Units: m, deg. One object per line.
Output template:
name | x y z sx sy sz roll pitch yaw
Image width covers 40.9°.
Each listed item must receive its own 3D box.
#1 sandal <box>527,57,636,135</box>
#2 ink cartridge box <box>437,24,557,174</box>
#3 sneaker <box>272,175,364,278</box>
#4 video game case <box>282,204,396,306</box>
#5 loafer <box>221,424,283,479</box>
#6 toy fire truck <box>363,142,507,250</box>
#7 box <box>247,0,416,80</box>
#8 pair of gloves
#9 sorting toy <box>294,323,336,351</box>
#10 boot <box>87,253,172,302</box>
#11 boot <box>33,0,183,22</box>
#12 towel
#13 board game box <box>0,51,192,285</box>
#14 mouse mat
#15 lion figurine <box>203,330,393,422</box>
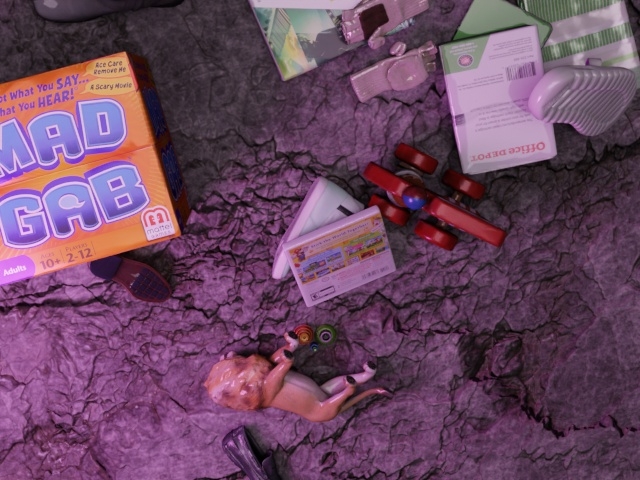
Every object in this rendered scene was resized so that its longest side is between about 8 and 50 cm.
sandal | 0.556 -0.324 1.828 0.102 0.416 0.169 50 118 27
ink cartridge box | 0.386 -0.310 1.888 0.211 0.121 0.289 -10 103 7
sneaker | 0.000 0.000 1.940 0.151 0.094 0.255 29 97 -12
video game case | 0.046 0.038 1.927 0.227 0.026 0.206 -22 135 -3
loafer | -0.139 0.533 2.028 0.078 0.076 0.223 -39 97 10
toy fire truck | 0.243 -0.087 1.864 0.302 0.254 0.169 27 96 -9
box | 0.017 -0.516 1.869 0.322 0.058 0.232 -24 101 0
pair of gloves | 0.154 -0.425 1.861 0.204 0.042 0.240 -19 128 -5
sorting toy | -0.013 0.229 2.004 0.102 0.042 0.061 1 100 -5
boot | -0.435 0.065 1.931 0.219 0.106 0.082 34 92 -38
boot | -0.437 -0.522 1.744 0.338 0.222 0.118 -12 101 -3
towel | 0.584 -0.468 1.938 0.248 0.038 0.324 -18 101 -2
board game box | -0.488 -0.157 1.735 0.356 0.356 0.356 -15 101 -2
mouse mat | 0.402 -0.454 1.917 0.190 0.007 0.152 28 106 0
lion figurine | -0.054 0.344 1.971 0.392 0.142 0.240 27 119 -15
